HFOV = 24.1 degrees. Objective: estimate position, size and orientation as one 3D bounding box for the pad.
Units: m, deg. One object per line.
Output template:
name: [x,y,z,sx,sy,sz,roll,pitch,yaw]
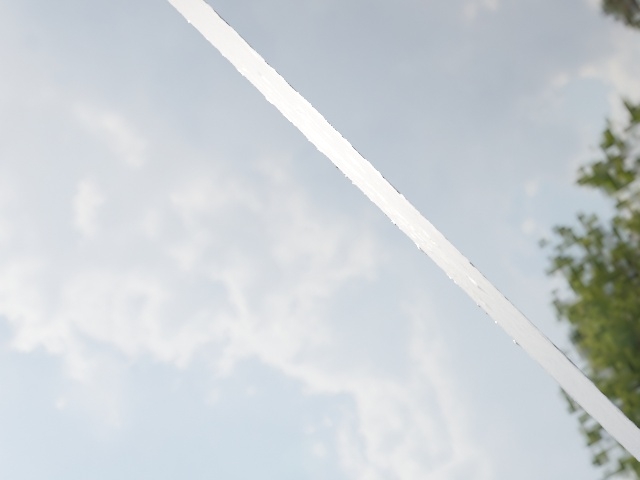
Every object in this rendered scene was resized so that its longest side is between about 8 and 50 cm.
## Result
pad: [0.000,0.000,0.570,0.375,0.063,0.315,45,-178,-1]
